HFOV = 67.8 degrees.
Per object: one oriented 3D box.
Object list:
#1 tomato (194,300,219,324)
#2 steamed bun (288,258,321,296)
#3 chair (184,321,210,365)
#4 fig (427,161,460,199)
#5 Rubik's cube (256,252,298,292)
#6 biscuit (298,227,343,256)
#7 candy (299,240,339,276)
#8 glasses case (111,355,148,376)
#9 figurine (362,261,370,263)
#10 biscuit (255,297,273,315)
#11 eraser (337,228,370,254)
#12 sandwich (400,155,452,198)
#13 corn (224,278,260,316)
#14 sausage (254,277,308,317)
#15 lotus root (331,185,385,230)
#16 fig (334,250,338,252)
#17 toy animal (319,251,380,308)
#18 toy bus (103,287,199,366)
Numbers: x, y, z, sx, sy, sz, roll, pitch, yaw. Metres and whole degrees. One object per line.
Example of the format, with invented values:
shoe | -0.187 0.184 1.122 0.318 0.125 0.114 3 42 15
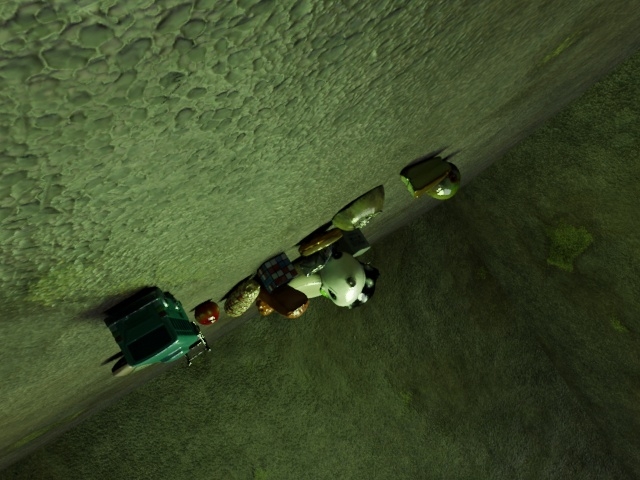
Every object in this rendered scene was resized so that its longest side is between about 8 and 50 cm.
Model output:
tomato | -0.386 0.251 1.626 0.087 0.075 0.087 -31 177 -2
steamed bun | -0.055 0.153 2.049 0.231 0.145 0.232 -10 158 -4
chair | -0.532 0.385 1.911 0.106 0.113 0.229 -33 -149 -15
fig | 0.446 -0.233 1.891 0.149 0.149 0.245 -30 -168 -20
Rubik's cube | -0.148 0.111 1.622 0.092 0.092 0.092 -28 171 -31
biscuit | -0.002 -0.004 1.654 0.170 0.050 0.170 -28 -175 2
candy | -0.002 0.051 1.750 0.088 0.061 0.312 -34 -176 16
glasses case | -0.580 0.384 1.663 0.122 0.075 0.314 -35 174 33
figurine | 0.103 0.132 2.468 0.315 0.206 0.284 -36 -176 -8
biscuit | -0.186 0.264 2.433 0.318 0.111 0.312 -31 172 -8
eraser | 0.137 0.011 2.101 0.077 0.111 0.352 -37 172 18
sandwich | 0.332 -0.205 1.567 0.244 0.090 0.088 -30 169 -41
corn | -0.287 0.211 1.735 0.086 0.086 0.253 -27 170 -36
sausage | -0.146 0.200 1.699 0.097 0.094 0.348 -30 -155 -23
lotus root | 0.140 -0.092 1.567 0.203 0.078 0.183 -33 174 -5
fig | 0.069 0.090 2.097 0.117 0.178 0.117 -26 156 -13
toy animal | 0.095 0.160 1.886 0.212 0.213 0.266 -35 150 21
toy bus | -0.374 0.206 1.093 0.128 0.147 0.256 -29 172 -9
